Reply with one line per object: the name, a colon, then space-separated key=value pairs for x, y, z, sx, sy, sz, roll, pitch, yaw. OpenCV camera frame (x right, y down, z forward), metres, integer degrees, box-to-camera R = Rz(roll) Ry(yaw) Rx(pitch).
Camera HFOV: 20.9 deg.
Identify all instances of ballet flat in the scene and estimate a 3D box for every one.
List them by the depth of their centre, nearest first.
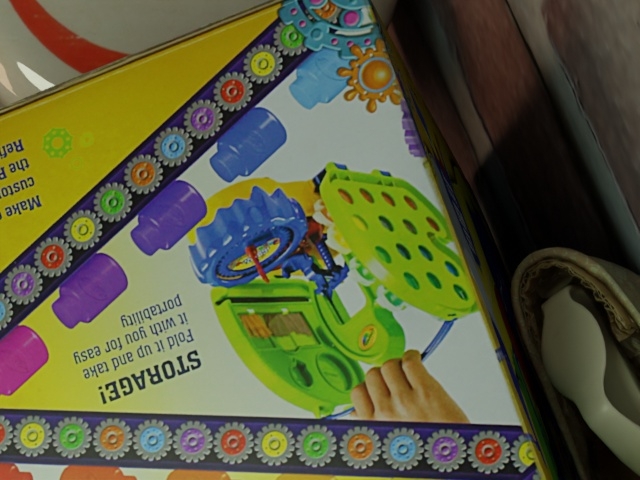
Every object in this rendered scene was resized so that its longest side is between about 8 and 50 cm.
ballet flat: x=0.095 y=0.071 z=0.503 sx=0.052 sy=0.057 sz=0.168 roll=33 pitch=-155 yaw=-46

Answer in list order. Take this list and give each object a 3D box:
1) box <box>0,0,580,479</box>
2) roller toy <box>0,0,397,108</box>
box: x=0.001 y=0.106 z=0.586 sx=0.290 sy=0.177 sz=0.279 roll=40 pitch=-150 yaw=-76
roller toy: x=-0.065 y=-0.118 z=0.728 sx=0.209 sy=0.191 sz=0.146 roll=47 pitch=171 yaw=2
